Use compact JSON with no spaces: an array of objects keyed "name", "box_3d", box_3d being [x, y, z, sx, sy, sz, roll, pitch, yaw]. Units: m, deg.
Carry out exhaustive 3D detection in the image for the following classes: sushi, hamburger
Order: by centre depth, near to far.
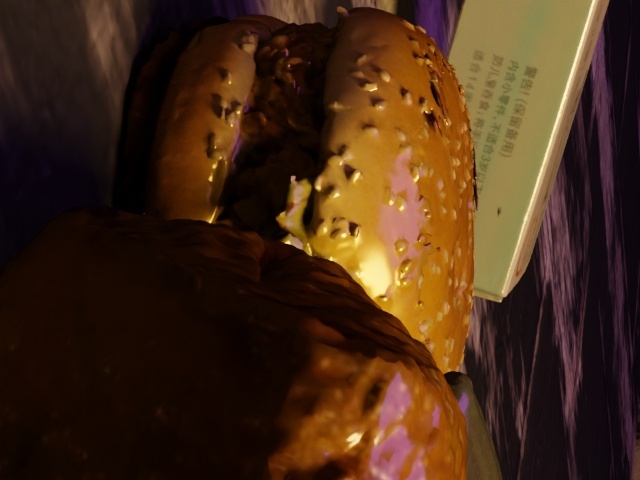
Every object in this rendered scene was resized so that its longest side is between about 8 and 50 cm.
[{"name":"sushi","box_3d":[-0.048,0.065,0.479,0.287,0.149,0.140,-142,-113,-75]},{"name":"hamburger","box_3d":[0.002,0.003,0.698,0.182,0.118,0.191,-65,157,-50]}]

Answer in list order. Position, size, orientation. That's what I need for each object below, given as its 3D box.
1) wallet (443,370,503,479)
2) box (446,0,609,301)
[{"name":"wallet","box_3d":[-0.008,0.176,0.626,0.245,0.052,0.169,-47,147,-30]},{"name":"box","box_3d":[0.122,-0.107,1.084,0.135,0.079,0.269,-42,148,-72]}]
